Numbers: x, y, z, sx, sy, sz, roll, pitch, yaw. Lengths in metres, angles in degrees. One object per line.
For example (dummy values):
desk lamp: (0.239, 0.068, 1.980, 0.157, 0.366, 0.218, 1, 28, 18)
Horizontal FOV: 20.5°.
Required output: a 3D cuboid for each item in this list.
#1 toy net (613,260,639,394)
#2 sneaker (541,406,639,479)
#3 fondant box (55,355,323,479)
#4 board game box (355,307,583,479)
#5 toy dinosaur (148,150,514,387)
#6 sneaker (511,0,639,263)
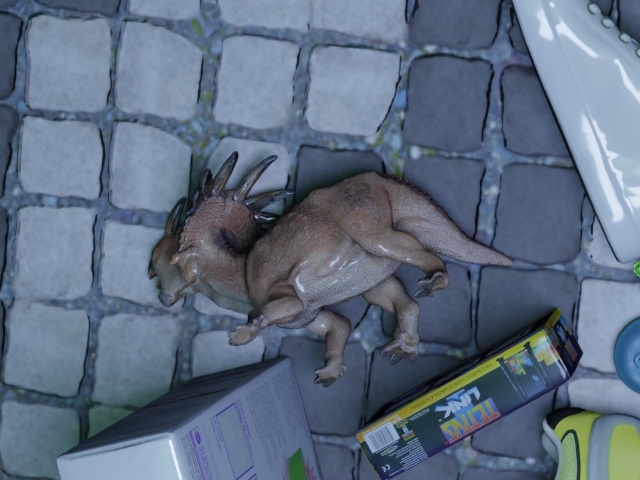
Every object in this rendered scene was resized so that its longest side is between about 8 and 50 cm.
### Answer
toy net: (0.354, 0.086, 1.403, 0.232, 0.045, 0.122, 13, 96, 10)
sneaker: (0.175, 0.312, 1.392, 0.147, 0.145, 0.385, 24, 74, 19)
fondant box: (-0.074, 0.237, 1.363, 0.096, 0.330, 0.238, -14, 92, 15)
board game box: (0.121, 0.121, 1.406, 0.170, 0.141, 0.048, -30, 87, 14)
toy dinosaur: (0.000, 0.000, 1.442, 0.295, 0.127, 0.200, -17, 55, -2)
sneaker: (0.231, -0.135, 1.385, 0.123, 0.106, 0.290, -23, 100, 10)
